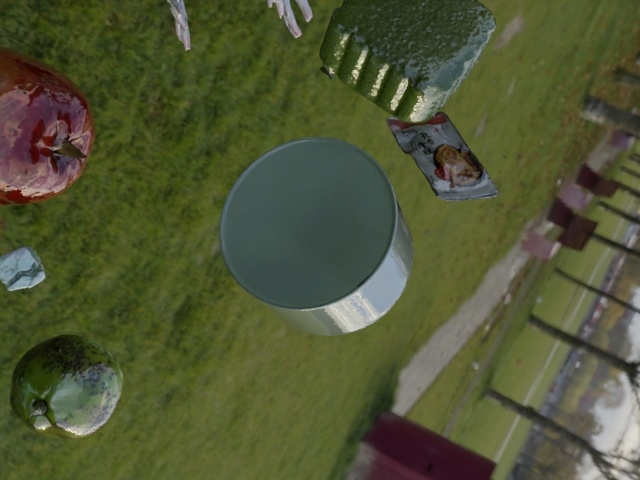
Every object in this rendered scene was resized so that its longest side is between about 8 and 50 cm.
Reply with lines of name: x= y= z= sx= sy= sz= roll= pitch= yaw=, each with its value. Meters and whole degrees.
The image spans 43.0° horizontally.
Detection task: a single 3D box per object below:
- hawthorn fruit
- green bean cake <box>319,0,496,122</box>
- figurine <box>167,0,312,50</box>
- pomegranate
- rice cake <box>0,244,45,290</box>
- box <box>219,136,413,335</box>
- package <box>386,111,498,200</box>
hawthorn fruit: x=-0.480 y=-0.171 z=1.243 sx=0.258 sy=0.261 sz=0.258 roll=-169 pitch=-90 yaw=-75
green bean cake: x=0.156 y=-0.361 z=1.470 sx=0.247 sy=0.250 sz=0.156 roll=-51 pitch=174 yaw=-23
figurine: x=-0.165 y=-0.387 z=1.056 sx=0.315 sy=0.206 sz=0.284 roll=-45 pitch=132 yaw=-60
pomegranate: x=-0.506 y=0.310 z=1.678 sx=0.276 sy=0.221 sz=0.204 roll=69 pitch=32 yaw=-67
rice cake: x=-0.497 y=0.044 z=1.349 sx=0.066 sy=0.063 sz=0.336 roll=-28 pitch=-171 yaw=-16
box: x=0.000 y=0.000 z=1.050 sx=0.226 sy=0.226 sz=0.149 roll=-60 pitch=158 yaw=-11
package: x=0.239 y=-0.170 z=1.623 sx=0.154 sy=0.239 sz=0.030 roll=-8 pitch=141 yaw=-28
